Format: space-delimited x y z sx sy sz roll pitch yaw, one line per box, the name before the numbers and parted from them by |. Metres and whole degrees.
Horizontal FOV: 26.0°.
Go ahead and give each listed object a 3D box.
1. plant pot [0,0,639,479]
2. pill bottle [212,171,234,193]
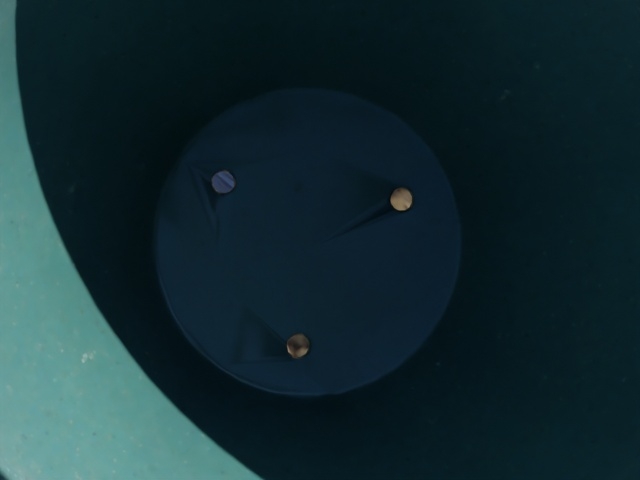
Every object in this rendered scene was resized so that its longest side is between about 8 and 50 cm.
plant pot | 0.000 0.000 0.520 0.290 0.195 0.290 0 89 -4
pill bottle | -0.124 0.016 0.867 0.146 0.146 0.264 39 111 -23
